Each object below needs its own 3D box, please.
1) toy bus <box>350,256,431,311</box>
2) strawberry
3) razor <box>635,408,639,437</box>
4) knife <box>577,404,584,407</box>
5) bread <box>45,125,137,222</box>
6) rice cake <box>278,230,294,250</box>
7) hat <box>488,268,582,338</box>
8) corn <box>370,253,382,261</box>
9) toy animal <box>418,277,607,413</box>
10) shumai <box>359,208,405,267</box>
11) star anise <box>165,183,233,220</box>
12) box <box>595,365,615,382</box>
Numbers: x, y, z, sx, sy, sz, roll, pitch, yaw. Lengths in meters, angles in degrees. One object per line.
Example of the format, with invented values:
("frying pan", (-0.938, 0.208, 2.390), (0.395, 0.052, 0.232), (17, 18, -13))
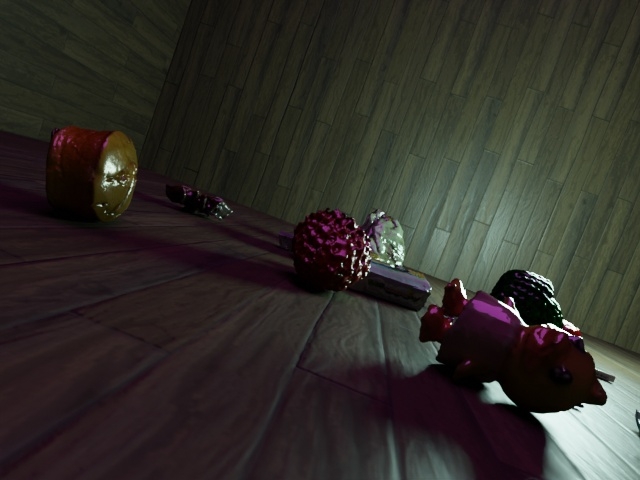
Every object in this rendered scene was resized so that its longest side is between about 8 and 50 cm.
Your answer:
("toy bus", (0.169, 0.115, 1.284), (0.317, 0.112, 0.138), (18, 15, -15))
("strawberry", (0.011, 0.058, 1.059), (0.234, 0.233, 0.178), (21, 33, 8))
("razor", (0.590, 0.343, 0.768), (0.068, 0.037, 0.191), (18, 0, 27))
("knife", (0.427, 0.292, 0.843), (0.170, 0.010, 0.023), (19, 5, 10))
("bread", (-0.470, -0.140, 0.906), (0.143, 0.195, 0.270), (9, 4, -16))
("rice cake", (-0.002, 0.046, 1.632), (0.365, 0.056, 0.072), (19, 11, -22))
("hat", (0.747, 0.254, 1.468), (0.332, 0.242, 0.274), (34, 20, 12))
("corn", (0.166, 0.094, 1.527), (0.102, 0.101, 0.310), (21, 4, 14))
("toy animal", (0.317, 0.189, 0.714), (0.281, 0.195, 0.169), (19, -38, 41))
("shumai", (0.247, -0.003, 1.822), (0.310, 0.263, 0.304), (27, -10, -10))
("star anise", (-0.467, -0.140, 1.622), (0.220, 0.098, 0.214), (17, -11, 20))
("box", (0.807, 0.385, 1.332), (0.167, 0.024, 0.090), (21, 4, 9))
